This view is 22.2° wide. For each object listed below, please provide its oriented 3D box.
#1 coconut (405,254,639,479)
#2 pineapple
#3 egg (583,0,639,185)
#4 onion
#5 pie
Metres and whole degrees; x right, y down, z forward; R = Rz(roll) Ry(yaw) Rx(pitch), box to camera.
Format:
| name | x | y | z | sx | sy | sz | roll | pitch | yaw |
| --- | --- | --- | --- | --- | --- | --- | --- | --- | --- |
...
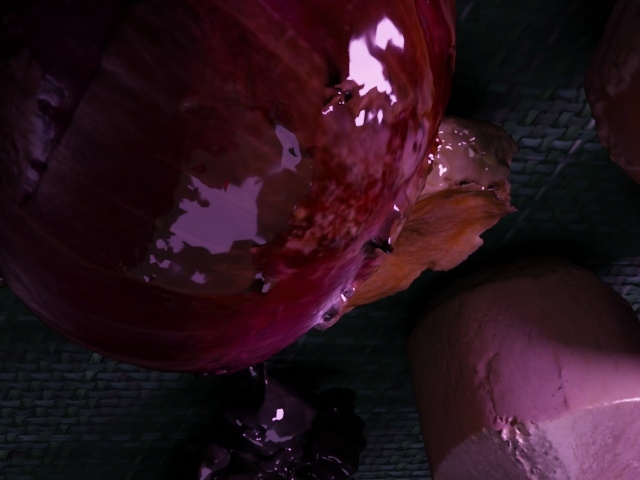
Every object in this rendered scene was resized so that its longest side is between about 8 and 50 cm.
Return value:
| name | x | y | z | sx | sy | sz | roll | pitch | yaw |
| --- | --- | --- | --- | --- | --- | --- | --- | --- | --- |
| coconut | 0.202 | 0.157 | 1.492 | 0.239 | 0.244 | 0.239 | -11 | 145 | -8 |
| pineapple | -0.042 | 0.249 | 1.586 | 0.223 | 0.223 | 0.357 | -5 | 128 | -16 |
| egg | 0.308 | -0.125 | 1.166 | 0.245 | 0.203 | 0.203 | -36 | 142 | 16 |
| onion | -0.109 | -0.116 | 0.957 | 0.385 | 0.348 | 0.348 | 32 | 136 | 1 |
| pie | 0.000 | 0.000 | 1.268 | 0.339 | 0.083 | 0.339 | -18 | 164 | -5 |
